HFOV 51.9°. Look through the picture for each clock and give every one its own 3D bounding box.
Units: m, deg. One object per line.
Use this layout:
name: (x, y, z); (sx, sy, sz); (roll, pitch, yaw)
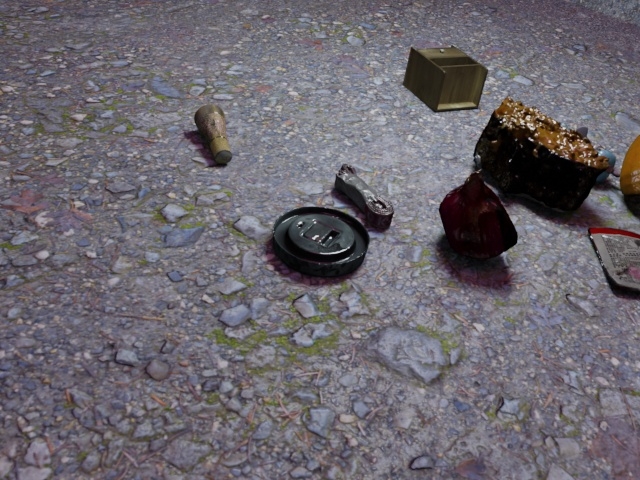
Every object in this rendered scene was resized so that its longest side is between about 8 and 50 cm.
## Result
clock: (0.000, 0.000, 1.452); (0.214, 0.042, 0.215); (6, 37, -4)

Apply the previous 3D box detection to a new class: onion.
onion: (0.339, -0.063, 1.470); (0.139, 0.218, 0.195); (-20, 45, 6)

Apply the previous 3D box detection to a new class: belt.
belt: (0.100, -0.113, 1.617); (0.071, 0.053, 0.232); (-13, 42, -26)

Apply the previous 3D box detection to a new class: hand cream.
hand cream: (-0.274, -0.274, 1.743); (0.084, 0.084, 0.203); (-7, 46, -21)

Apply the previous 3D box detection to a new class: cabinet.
cabinet: (0.411, -0.546, 2.185); (0.174, 0.148, 0.215); (-9, 39, -23)

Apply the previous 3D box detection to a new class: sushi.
sushi: (0.565, -0.222, 1.741); (0.234, 0.208, 0.348); (-17, 45, -41)

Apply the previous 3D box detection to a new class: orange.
orange: (0.952, -0.202, 1.769); (0.274, 0.274, 0.310); (27, 67, 23)

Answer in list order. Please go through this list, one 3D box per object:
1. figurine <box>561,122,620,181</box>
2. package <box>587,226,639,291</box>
figurine: (0.784, -0.252, 1.933); (0.205, 0.103, 0.260); (34, 23, -30)
package: (0.734, 0.047, 1.554); (0.154, 0.030, 0.239); (10, 40, -2)
